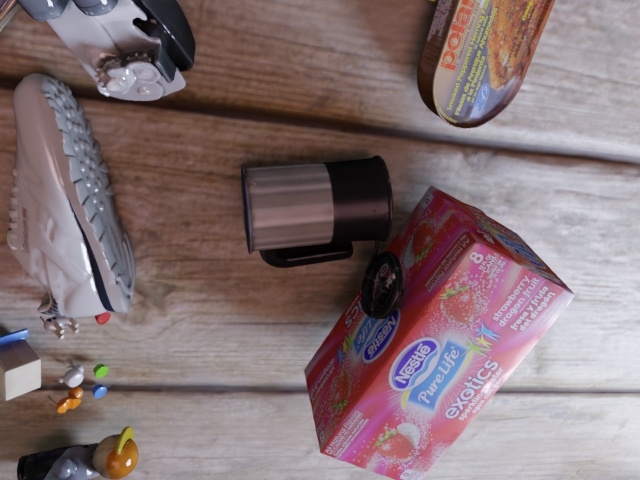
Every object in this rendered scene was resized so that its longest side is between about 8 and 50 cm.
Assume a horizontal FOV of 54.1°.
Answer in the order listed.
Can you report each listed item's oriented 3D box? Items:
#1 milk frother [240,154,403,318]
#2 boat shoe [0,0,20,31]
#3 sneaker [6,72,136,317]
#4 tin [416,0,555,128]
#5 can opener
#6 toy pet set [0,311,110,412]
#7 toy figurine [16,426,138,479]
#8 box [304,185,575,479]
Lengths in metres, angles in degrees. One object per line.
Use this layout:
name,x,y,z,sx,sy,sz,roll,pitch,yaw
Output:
milk frother,0.000,0.000,0.584,0.134,0.143,0.129,-6,124,-9
boat shoe,-0.241,-0.210,0.419,0.123,0.123,0.342,35,107,-27
sneaker,-0.235,-0.027,0.552,0.094,0.090,0.235,-5,119,1
tin,0.148,-0.193,0.555,0.106,0.040,0.190,-3,122,-33
can opener,-0.167,-0.186,0.409,0.074,0.093,0.280,-3,159,11
toy pet set,-0.286,0.119,0.648,0.114,0.065,0.122,-18,133,-44
toy figurine,-0.247,0.336,0.680,0.148,0.213,0.210,-10,117,7
box,0.102,0.096,0.619,0.122,0.128,0.257,26,110,-20
